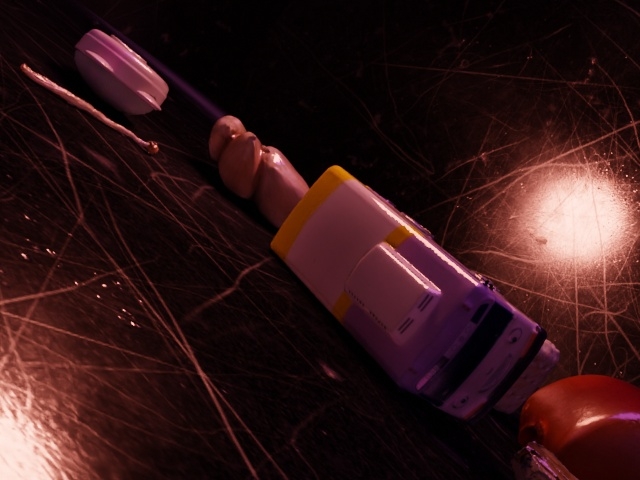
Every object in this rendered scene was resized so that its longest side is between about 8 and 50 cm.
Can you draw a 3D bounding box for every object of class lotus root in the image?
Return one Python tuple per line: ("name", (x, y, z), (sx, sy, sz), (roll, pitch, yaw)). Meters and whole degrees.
("lotus root", (0.328, 0.362, 1.159), (0.144, 0.070, 0.143), (46, 13, 12))

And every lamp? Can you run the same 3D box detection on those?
("lamp", (-0.374, -0.303, 1.473), (0.179, 0.108, 0.246), (42, 2, -28))

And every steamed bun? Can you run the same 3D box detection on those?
("steamed bun", (0.575, 0.409, 1.521), (0.379, 0.248, 0.235), (40, 6, -16))

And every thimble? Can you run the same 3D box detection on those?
("thimble", (0.371, 0.235, 1.808), (0.291, 0.195, 0.291), (35, 6, -4))

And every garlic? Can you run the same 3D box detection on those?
("garlic", (-0.127, -0.137, 1.701), (0.279, 0.132, 0.325), (39, 3, -4))

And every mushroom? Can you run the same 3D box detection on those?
("mushroom", (-0.356, -0.201, 1.259), (0.286, 0.028, 0.025), (33, 52, -50))

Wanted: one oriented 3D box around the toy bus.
("toy bus", (0.129, 0.076, 1.330), (0.249, 0.209, 0.440), (33, 9, -45))
